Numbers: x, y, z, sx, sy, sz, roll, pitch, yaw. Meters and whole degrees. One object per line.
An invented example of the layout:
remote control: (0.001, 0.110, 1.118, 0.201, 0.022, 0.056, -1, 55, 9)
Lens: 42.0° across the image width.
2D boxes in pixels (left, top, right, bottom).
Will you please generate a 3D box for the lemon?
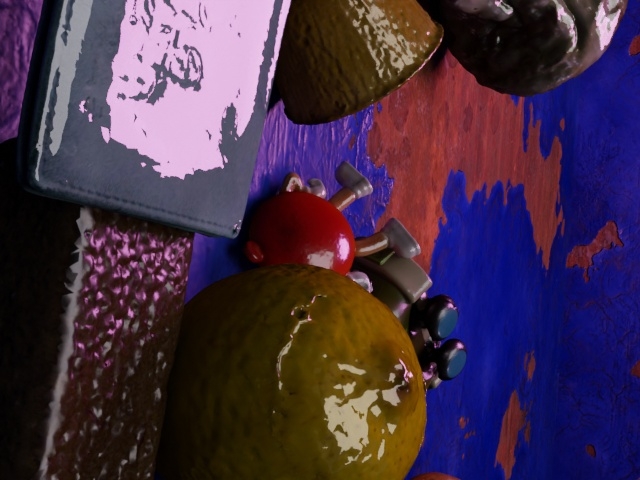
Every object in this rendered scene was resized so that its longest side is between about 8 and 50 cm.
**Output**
lemon: (-0.037, 0.155, 0.807, 0.293, 0.293, 0.292, -15, 107, -61)

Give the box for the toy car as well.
toy car: (0.057, 0.140, 1.119, 0.198, 0.204, 0.247, -40, 134, -25)

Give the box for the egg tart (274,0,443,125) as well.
egg tart: (0.024, -0.243, 0.967, 0.170, 0.215, 0.215, 59, 42, -28)

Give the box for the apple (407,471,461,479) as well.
apple: (0.186, 0.482, 1.399, 0.199, 0.199, 0.199, -15, 107, -61)

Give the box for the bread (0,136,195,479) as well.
bread: (-0.204, 0.126, 0.667, 0.165, 0.113, 0.416, 19, 79, -61)

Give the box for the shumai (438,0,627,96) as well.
shumai: (0.310, -0.468, 1.384, 0.323, 0.324, 0.397, 26, 65, -46)

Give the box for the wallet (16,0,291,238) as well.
wallet: (-0.111, -0.157, 0.622, 0.251, 0.054, 0.290, 18, 82, -61)

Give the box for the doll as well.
doll: (0.000, 0.000, 1.009, 0.217, 0.085, 0.183, -27, 74, -36)
